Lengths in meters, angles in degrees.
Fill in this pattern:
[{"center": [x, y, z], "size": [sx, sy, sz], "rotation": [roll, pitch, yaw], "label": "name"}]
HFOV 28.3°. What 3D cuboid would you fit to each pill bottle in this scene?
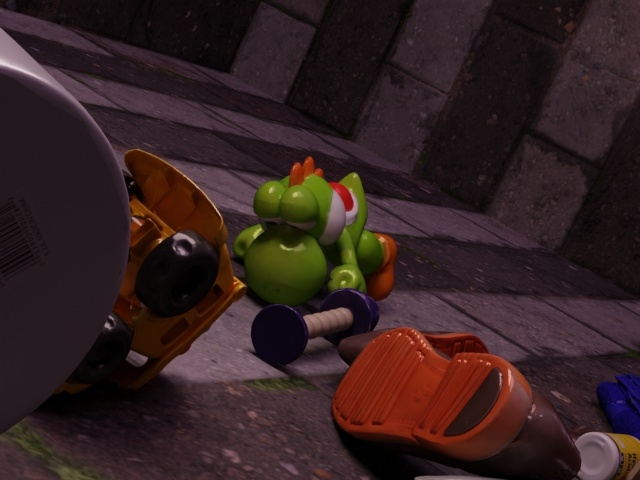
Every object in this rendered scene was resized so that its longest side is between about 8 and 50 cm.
[{"center": [0.368, 0.273, 1.581], "size": [0.116, 0.065, 0.065], "rotation": [12, 17, -47], "label": "pill bottle"}]

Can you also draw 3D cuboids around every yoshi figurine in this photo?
[{"center": [-0.017, 0.022, 1.769], "size": [0.203, 0.203, 0.362], "rotation": [67, 12, 17], "label": "yoshi figurine"}]

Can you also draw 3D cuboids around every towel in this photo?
[{"center": [0.529, 0.288, 1.832], "size": [0.228, 0.076, 0.308], "rotation": [24, 11, -1], "label": "towel"}]

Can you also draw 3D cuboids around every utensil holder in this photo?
[{"center": [-0.361, -0.059, 0.907], "size": [0.328, 0.327, 0.385], "rotation": [14, 19, -45], "label": "utensil holder"}]

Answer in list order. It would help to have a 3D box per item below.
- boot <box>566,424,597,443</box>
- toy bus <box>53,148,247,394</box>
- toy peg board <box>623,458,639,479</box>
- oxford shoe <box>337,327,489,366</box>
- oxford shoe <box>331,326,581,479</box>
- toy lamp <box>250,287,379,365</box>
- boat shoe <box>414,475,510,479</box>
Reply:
[{"center": [0.319, 0.248, 1.659], "size": [0.106, 0.037, 0.114], "rotation": [44, 21, 20], "label": "boot"}, {"center": [-0.180, 0.062, 1.164], "size": [0.149, 0.220, 0.211], "rotation": [38, -16, 29], "label": "toy bus"}, {"center": [0.464, 0.295, 1.494], "size": [0.161, 0.161, 0.079], "rotation": [24, 29, -9], "label": "toy peg board"}, {"center": [0.124, 0.148, 1.571], "size": [0.098, 0.097, 0.271], "rotation": [12, -7, 36], "label": "oxford shoe"}, {"center": [0.123, 0.181, 1.289], "size": [0.133, 0.130, 0.364], "rotation": [38, -10, -20], "label": "oxford shoe"}, {"center": [0.004, 0.100, 1.562], "size": [0.080, 0.080, 0.275], "rotation": [29, 11, 19], "label": "toy lamp"}, {"center": [0.209, 0.273, 1.164], "size": [0.302, 0.091, 0.114], "rotation": [16, -10, -29], "label": "boat shoe"}]
